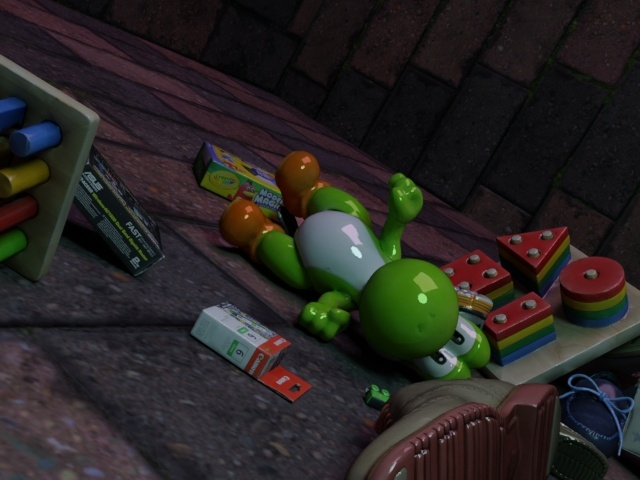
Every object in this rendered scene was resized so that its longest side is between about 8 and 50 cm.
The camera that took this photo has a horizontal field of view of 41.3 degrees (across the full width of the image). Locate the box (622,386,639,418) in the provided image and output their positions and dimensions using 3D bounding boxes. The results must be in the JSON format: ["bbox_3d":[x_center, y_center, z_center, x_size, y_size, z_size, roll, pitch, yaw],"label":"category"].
[{"bbox_3d":[0.533,0.239,1.481,0.158,0.093,0.156,39,15,34],"label":"box"}]

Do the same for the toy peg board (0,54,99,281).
[{"bbox_3d":[-0.279,-0.060,0.659,0.161,0.160,0.079,31,27,7],"label":"toy peg board"}]

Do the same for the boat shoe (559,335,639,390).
[{"bbox_3d":[0.458,0.168,1.303,0.103,0.113,0.302,46,-22,-9],"label":"boat shoe"}]

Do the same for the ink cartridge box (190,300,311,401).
[{"bbox_3d":[-0.058,0.101,0.791,0.115,0.029,0.063,32,11,11],"label":"ink cartridge box"}]

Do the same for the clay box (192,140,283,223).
[{"bbox_3d":[-0.100,-0.084,1.422,0.222,0.053,0.127,24,13,-22],"label":"clay box"}]

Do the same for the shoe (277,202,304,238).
[{"bbox_3d":[0.000,0.000,1.309,0.081,0.063,0.178,-5,43,-31],"label":"shoe"}]

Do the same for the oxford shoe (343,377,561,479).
[{"bbox_3d":[0.092,0.180,0.699,0.130,0.122,0.348,6,-1,31],"label":"oxford shoe"}]

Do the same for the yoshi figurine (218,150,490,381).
[{"bbox_3d":[0.045,0.029,1.007,0.362,0.203,0.203,39,30,28],"label":"yoshi figurine"}]

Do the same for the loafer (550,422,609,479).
[{"bbox_3d":[0.256,0.225,0.958,0.148,0.056,0.050,29,18,-6],"label":"loafer"}]

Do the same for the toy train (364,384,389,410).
[{"bbox_3d":[0.081,0.171,0.865,0.083,0.017,0.023,26,22,-16],"label":"toy train"}]

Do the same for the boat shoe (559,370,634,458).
[{"bbox_3d":[0.361,0.221,1.148,0.109,0.089,0.258,32,12,9],"label":"boat shoe"}]

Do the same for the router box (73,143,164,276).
[{"bbox_3d":[-0.210,-0.033,0.855,0.122,0.038,0.092,55,0,-24],"label":"router box"}]

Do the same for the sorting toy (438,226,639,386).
[{"bbox_3d":[0.310,0.076,1.243,0.257,0.256,0.089,48,-21,57],"label":"sorting toy"}]

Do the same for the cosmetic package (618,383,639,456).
[{"bbox_3d":[0.566,0.274,1.164,0.296,0.153,0.129,25,-5,-31],"label":"cosmetic package"}]

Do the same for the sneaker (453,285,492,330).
[{"bbox_3d":[0.121,0.092,1.160,0.215,0.083,0.084,14,5,16],"label":"sneaker"}]
